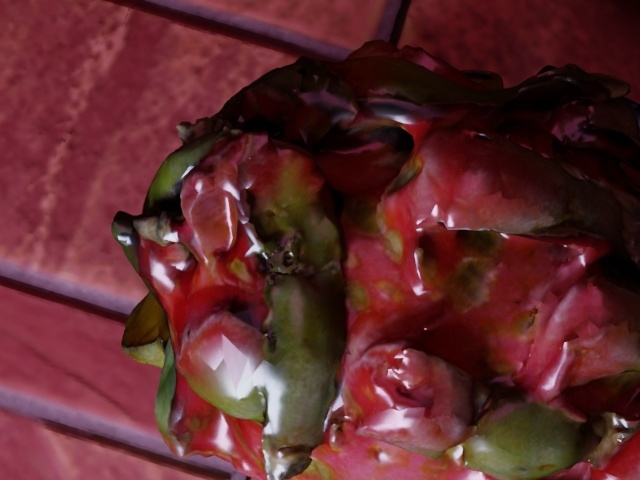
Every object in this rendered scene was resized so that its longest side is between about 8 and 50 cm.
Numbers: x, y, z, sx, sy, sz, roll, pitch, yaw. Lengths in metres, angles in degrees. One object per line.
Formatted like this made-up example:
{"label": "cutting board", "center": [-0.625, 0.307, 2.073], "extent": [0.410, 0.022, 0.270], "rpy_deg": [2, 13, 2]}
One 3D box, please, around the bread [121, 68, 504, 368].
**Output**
{"label": "bread", "center": [0.000, 0.000, 0.970], "extent": [0.233, 0.161, 0.088], "rpy_deg": [-41, 102, -16]}

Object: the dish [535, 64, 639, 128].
{"label": "dish", "center": [0.210, -0.005, 0.981], "extent": [0.243, 0.182, 0.080], "rpy_deg": [25, 109, 7]}

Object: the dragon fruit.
{"label": "dragon fruit", "center": [0.051, 0.033, 0.780], "extent": [0.303, 0.237, 0.231], "rpy_deg": [45, 75, -32]}
